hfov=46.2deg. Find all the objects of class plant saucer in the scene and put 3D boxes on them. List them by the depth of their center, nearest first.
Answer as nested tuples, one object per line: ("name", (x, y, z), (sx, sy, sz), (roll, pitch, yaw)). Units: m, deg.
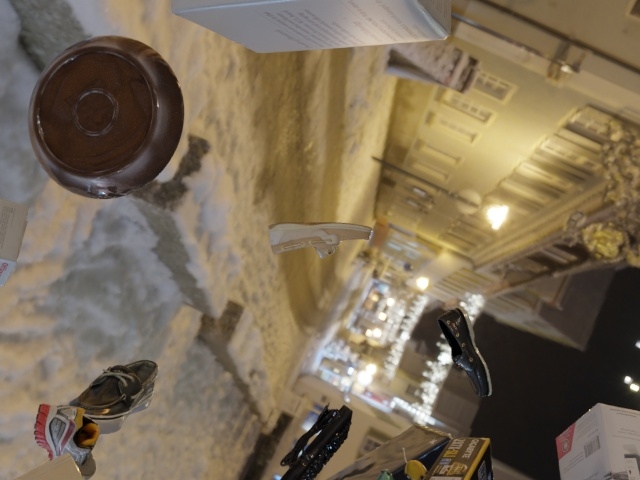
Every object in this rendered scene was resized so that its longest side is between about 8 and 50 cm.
("plant saucer", (-0.406, -0.232, 1.380), (0.311, 0.310, 0.050), (-65, 171, 1))

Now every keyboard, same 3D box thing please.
("keyboard", (-0.029, 0.442, 1.475), (0.317, 0.033, 0.201), (-43, 147, -40))

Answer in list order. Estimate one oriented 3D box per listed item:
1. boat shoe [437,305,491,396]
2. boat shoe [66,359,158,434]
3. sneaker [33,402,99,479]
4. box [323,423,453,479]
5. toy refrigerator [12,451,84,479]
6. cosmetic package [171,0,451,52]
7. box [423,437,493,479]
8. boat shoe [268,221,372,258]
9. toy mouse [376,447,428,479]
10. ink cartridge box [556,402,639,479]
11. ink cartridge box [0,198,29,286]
("boat shoe", (0.202, 0.161, 1.054), (0.042, 0.133, 0.049), (-22, -177, -16))
("boat shoe", (-0.452, 0.326, 1.632), (0.335, 0.121, 0.119), (-19, 126, -82))
("sneaker", (-0.450, 0.381, 1.382), (0.225, 0.092, 0.088), (87, 1, -48))
("box", (0.187, 0.773, 1.785), (0.480, 0.472, 0.297), (-28, 178, -11))
("toy refrigerator", (-0.381, 0.366, 0.935), (0.269, 0.102, 0.094), (-38, 169, 36))
("cosmetic package", (-0.003, -0.523, 1.270), (0.327, 0.393, 0.329), (-3, 95, -67))
("box", (0.234, 0.520, 1.231), (0.257, 0.079, 0.322), (-15, 100, -68))
("boat shoe", (0.000, 0.000, 1.229), (0.063, 0.170, 0.059), (60, 29, -88))
("toy mouse", (0.156, 0.483, 1.450), (0.143, 0.161, 0.031), (-27, 133, -23))
("ink cartridge box", (0.463, 0.397, 1.202), (0.158, 0.092, 0.218), (110, -9, -52))
("ink cartridge box", (-0.658, -0.008, 1.409), (0.128, 0.176, 0.127), (-39, -137, 49))
